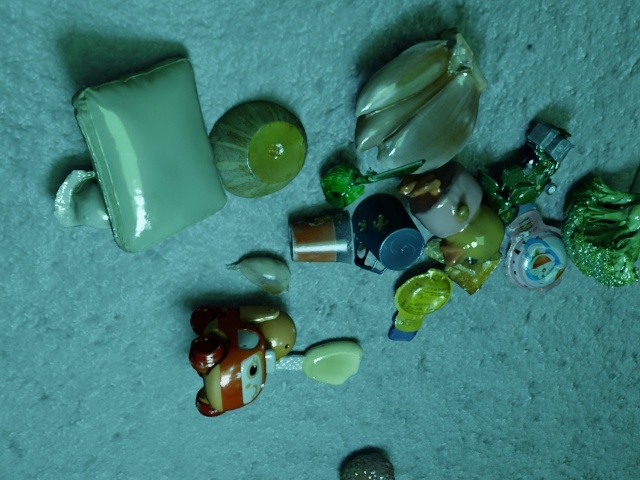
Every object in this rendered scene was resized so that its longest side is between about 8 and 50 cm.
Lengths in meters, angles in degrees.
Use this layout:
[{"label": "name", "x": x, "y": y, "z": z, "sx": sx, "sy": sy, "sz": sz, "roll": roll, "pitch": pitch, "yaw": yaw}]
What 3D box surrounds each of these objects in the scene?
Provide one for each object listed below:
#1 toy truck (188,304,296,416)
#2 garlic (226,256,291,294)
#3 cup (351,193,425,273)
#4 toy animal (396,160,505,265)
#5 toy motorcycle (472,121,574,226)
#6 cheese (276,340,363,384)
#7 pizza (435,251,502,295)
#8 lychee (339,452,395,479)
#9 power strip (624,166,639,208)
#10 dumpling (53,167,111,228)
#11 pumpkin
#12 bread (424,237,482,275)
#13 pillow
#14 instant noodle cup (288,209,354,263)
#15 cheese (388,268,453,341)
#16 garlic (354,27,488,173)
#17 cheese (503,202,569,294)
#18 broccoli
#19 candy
[{"label": "toy truck", "x": -0.167, "y": 0.251, "z": 1.609, "sx": 0.239, "sy": 0.265, "sz": 0.189, "roll": -4, "pitch": 122, "yaw": -5}, {"label": "garlic", "x": -0.124, "y": 0.076, "z": 1.629, "sx": 0.152, "sy": 0.066, "sz": 0.084, "roll": 30, "pitch": 107, "yaw": -33}, {"label": "cup", "x": 0.145, "y": 0.002, "z": 1.628, "sx": 0.131, "sy": 0.155, "sz": 0.176, "roll": 23, "pitch": 108, "yaw": -28}, {"label": "toy animal", "x": 0.310, "y": -0.052, "z": 1.622, "sx": 0.169, "sy": 0.195, "sz": 0.281, "roll": -39, "pitch": 107, "yaw": -9}, {"label": "toy motorcycle", "x": 0.465, "y": -0.159, "z": 1.675, "sx": 0.187, "sy": 0.125, "sz": 0.274, "roll": 28, "pitch": 105, "yaw": -40}, {"label": "cheese", "x": -0.023, "y": 0.308, "z": 1.811, "sx": 0.255, "sy": 0.050, "sz": 0.127, "roll": 3, "pitch": 119, "yaw": -19}, {"label": "pizza", "x": 0.379, "y": 0.076, "z": 1.822, "sx": 0.178, "sy": 0.041, "sz": 0.131, "roll": -23, "pitch": 121, "yaw": -6}, {"label": "lychee", "x": 0.150, "y": 0.678, "z": 2.014, "sx": 0.197, "sy": 0.165, "sz": 0.165, "roll": 9, "pitch": 118, "yaw": 5}, {"label": "power strip", "x": 0.867, "y": -0.130, "z": 1.872, "sx": 0.118, "sy": 0.046, "sz": 0.270, "roll": -1, "pitch": 118, "yaw": -22}, {"label": "dumpling", "x": -0.427, "y": -0.086, "z": 1.414, "sx": 0.188, "sy": 0.108, "sz": 0.127, "roll": -5, "pitch": 97, "yaw": -17}, {"label": "pumpkin", "x": -0.116, "y": -0.172, "z": 1.472, "sx": 0.217, "sy": 0.110, "sz": 0.217, "roll": -8, "pitch": 115, "yaw": -17}, {"label": "bread", "x": 0.340, "y": 0.030, "z": 1.726, "sx": 0.154, "sy": 0.136, "sz": 0.054, "roll": -27, "pitch": 142, "yaw": 1}, {"label": "pillow", "x": -0.310, "y": -0.161, "z": 1.354, "sx": 0.255, "sy": 0.120, "sz": 0.322, "roll": -31, "pitch": 121, "yaw": -37}, {"label": "instant noodle cup", "x": 0.000, "y": -0.002, "z": 1.606, "sx": 0.136, "sy": 0.127, "sz": 0.127, "roll": -5, "pitch": 120, "yaw": -7}, {"label": "cheese", "x": 0.243, "y": 0.163, "z": 1.812, "sx": 0.157, "sy": 0.064, "sz": 0.250, "roll": 10, "pitch": 125, "yaw": -23}, {"label": "garlic", "x": 0.206, "y": -0.273, "z": 1.506, "sx": 0.325, "sy": 0.132, "sz": 0.279, "roll": -41, "pitch": 123, "yaw": 3}, {"label": "cheese", "x": 0.539, "y": 0.017, "z": 1.826, "sx": 0.189, "sy": 0.074, "sz": 0.286, "roll": -30, "pitch": 116, "yaw": -3}, {"label": "broccoli", "x": 0.713, "y": -0.020, "z": 1.767, "sx": 0.242, "sy": 0.269, "sz": 0.261, "roll": -32, "pitch": 103, "yaw": 30}, {"label": "candy", "x": 0.109, "y": -0.130, "z": 1.465, "sx": 0.097, "sy": 0.323, "sz": 0.097, "roll": 4, "pitch": 83, "yaw": -32}]
